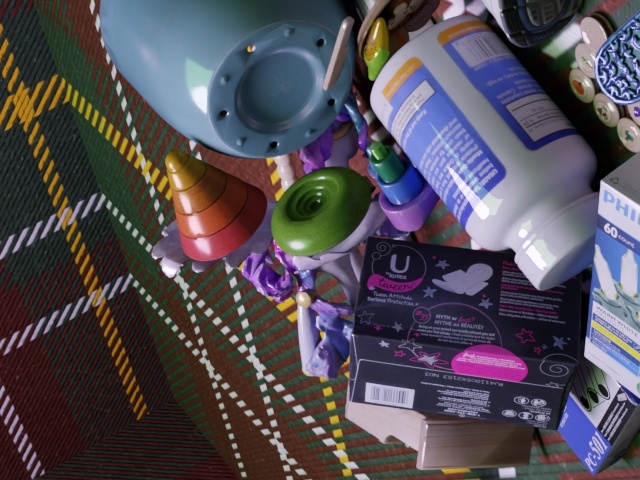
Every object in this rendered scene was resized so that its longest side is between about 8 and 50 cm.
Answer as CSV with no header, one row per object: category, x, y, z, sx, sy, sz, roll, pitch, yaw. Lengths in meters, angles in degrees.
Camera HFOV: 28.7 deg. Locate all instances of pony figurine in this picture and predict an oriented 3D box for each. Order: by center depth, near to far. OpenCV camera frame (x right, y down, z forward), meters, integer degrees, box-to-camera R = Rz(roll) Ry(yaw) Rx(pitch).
pony figurine,0.000,0.000,1.644,0.303,0.351,0.363,4,127,31

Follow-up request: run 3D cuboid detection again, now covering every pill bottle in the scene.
pill bottle,0.185,-0.087,1.283,0.272,0.152,0.152,55,160,19

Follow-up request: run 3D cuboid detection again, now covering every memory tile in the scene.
memory tile,0.287,-0.134,1.168,0.148,0.012,0.113,52,159,26

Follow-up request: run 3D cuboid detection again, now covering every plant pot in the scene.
plant pot,-0.093,-0.235,1.510,0.235,0.293,0.293,-125,18,-45

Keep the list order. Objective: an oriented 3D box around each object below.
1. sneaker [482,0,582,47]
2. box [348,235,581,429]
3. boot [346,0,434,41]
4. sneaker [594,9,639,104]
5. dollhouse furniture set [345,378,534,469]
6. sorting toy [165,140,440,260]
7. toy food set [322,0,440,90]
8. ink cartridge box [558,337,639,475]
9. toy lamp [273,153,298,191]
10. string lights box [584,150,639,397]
sneaker,0.148,-0.316,1.122,0.129,0.111,0.297,49,161,48
box,0.164,0.106,1.434,0.163,0.247,0.142,90,-170,-54
boot,0.082,-0.254,1.460,0.086,0.069,0.190,135,114,-77
sneaker,0.311,-0.185,0.954,0.232,0.090,0.081,-36,81,49
dollhouse furniture set,0.146,0.414,1.805,0.256,0.362,0.394,-160,74,-64
sorting toy,-0.045,-0.066,1.420,0.365,0.127,0.126,-4,138,36
toy food set,0.087,-0.229,1.292,0.038,0.192,0.132,42,154,12
ink cartridge box,0.329,0.189,1.461,0.097,0.046,0.207,54,160,25
toy lamp,-0.048,-0.097,1.979,0.080,0.080,0.274,36,146,51
string lights box,0.332,0.047,1.195,0.133,0.077,0.259,38,152,35
